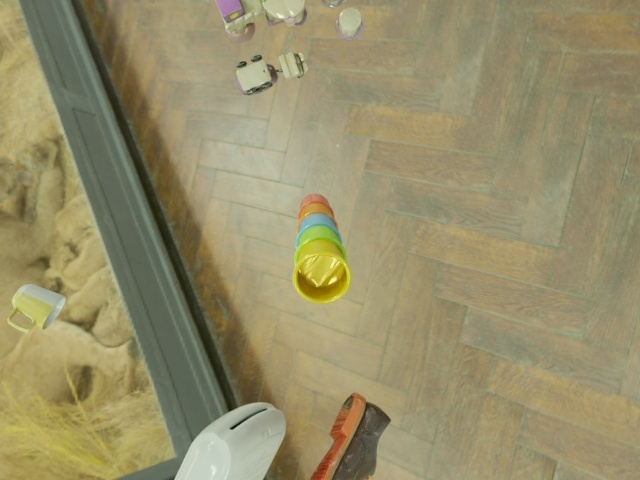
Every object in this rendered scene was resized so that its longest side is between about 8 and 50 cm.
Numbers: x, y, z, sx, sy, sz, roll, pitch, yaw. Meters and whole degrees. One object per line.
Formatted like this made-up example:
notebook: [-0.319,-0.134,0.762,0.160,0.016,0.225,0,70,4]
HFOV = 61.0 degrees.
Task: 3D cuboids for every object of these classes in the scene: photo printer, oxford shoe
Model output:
photo printer: [-0.194,0.472,1.084,0.107,0.256,0.308,29,98,21]
oxford shoe: [0.045,0.410,0.950,0.098,0.097,0.271,30,66,-4]

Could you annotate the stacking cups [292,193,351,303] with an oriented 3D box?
stacking cups: [0.000,0.000,0.998,0.095,0.316,0.096,0,113,-1]

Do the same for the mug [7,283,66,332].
mug: [-0.456,0.103,0.867,0.064,0.078,0.062,31,96,-7]

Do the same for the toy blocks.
toy blocks: [-0.070,-0.472,1.129,0.288,0.260,0.309,-20,94,2]
